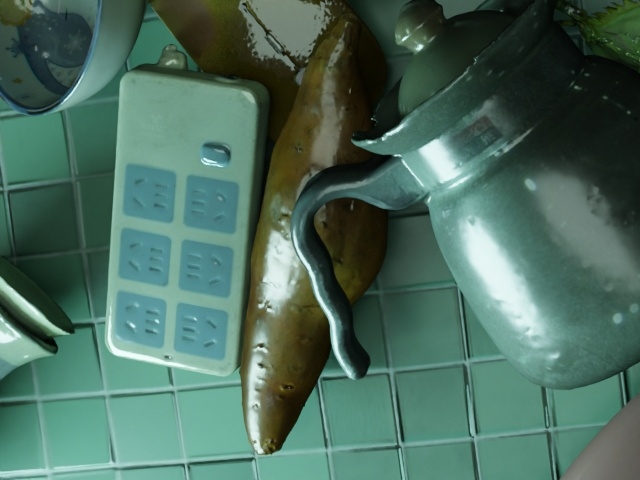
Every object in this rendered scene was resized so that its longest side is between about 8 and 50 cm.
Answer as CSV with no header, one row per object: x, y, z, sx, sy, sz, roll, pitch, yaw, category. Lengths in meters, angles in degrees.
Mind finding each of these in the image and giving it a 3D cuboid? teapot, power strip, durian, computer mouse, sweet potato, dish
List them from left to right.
-0.327,0.127,1.430,0.183,0.183,0.251,43,91,6,teapot
-0.195,-0.214,1.383,0.236,0.086,0.227,15,105,48,dish
-0.107,-0.018,1.396,0.118,0.046,0.270,11,108,16,power strip
-0.052,-0.185,1.387,0.126,0.056,0.245,-39,87,14,computer mouse
0.001,-0.005,1.361,0.112,0.112,0.359,13,112,12,sweet potato
0.129,-0.046,1.265,0.285,0.223,0.305,49,134,-10,teapot
0.268,-0.138,1.293,0.215,0.100,0.086,23,99,18,durian

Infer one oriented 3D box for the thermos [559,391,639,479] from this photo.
0.279,0.185,1.303,0.176,0.146,0.265,36,96,14,thermos
